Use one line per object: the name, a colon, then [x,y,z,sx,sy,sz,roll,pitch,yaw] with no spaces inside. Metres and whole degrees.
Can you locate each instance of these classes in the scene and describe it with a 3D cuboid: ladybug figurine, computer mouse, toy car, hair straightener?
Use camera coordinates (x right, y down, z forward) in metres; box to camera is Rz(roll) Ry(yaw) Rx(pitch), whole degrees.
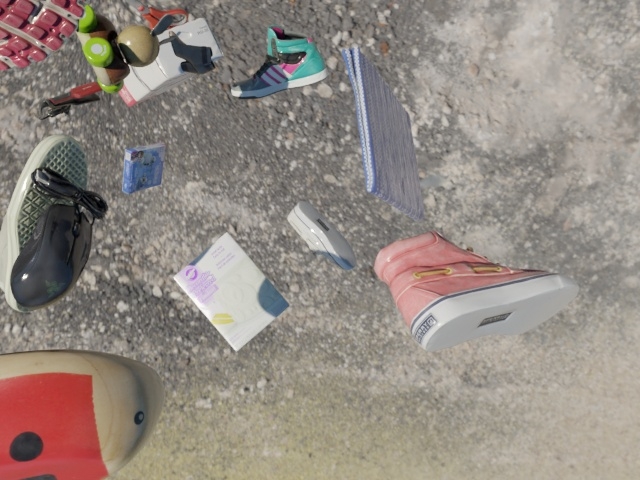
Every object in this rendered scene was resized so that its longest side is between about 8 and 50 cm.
ladybug figurine: [-0.476,0.310,0.867,0.449,0.162,0.305,-7,137,-13]
computer mouse: [-0.514,0.006,1.081,0.188,0.072,0.272,41,58,-56]
toy car: [-0.388,-0.410,1.117,0.188,0.155,0.149,-25,88,-13]
hair straightener: [-0.719,-0.382,1.564,0.047,0.230,0.089,36,131,1]

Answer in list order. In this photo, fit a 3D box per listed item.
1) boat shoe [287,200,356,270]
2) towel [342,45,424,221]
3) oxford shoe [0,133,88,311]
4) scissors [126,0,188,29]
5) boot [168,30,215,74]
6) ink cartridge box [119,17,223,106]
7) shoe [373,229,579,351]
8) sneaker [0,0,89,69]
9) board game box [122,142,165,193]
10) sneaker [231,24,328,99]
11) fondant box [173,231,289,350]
boat shoe: [0.000,0.000,1.714,0.267,0.096,0.088,45,125,0]
towel: [0.119,-0.169,0.977,0.040,0.336,0.243,-11,80,22]
oxford shoe: [-0.643,-0.042,1.228,0.169,0.130,0.449,-16,138,-55]
scissors: [-0.485,-0.621,1.501,0.109,0.021,0.297,-36,164,29]
boot: [-0.309,-0.460,1.337,0.087,0.042,0.118,-6,138,9]
ink cartridge box: [-0.442,-0.501,1.557,0.207,0.283,0.117,-38,110,-35]
shoe: [0.127,0.031,0.436,0.178,0.081,0.063,-4,137,-34]
sneaker: [-0.248,-0.278,0.524,0.299,0.112,0.121,-36,125,6]
board game box: [-0.355,-0.146,1.104,0.090,0.020,0.090,-32,143,-55]
sneaker: [-0.140,-0.523,1.585,0.295,0.124,0.178,-12,121,10]
fondant box: [-0.299,0.174,1.868,0.238,0.096,0.330,-41,88,-5]
